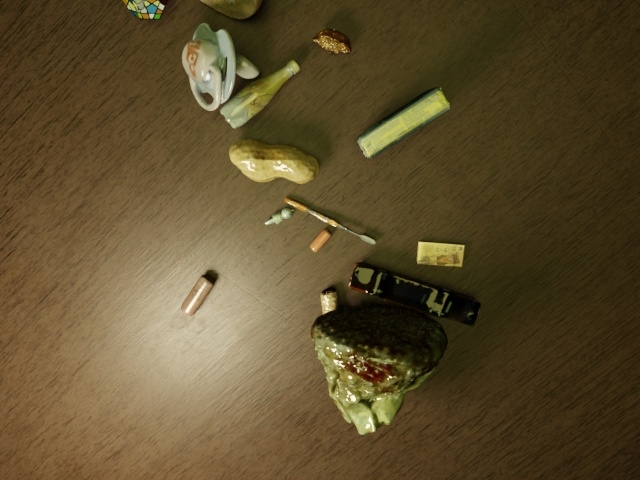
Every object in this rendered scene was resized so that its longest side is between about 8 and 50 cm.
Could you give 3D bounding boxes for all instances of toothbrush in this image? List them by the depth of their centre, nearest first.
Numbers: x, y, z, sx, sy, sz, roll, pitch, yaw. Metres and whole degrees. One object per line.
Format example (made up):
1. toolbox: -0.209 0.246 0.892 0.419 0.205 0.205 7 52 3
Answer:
1. toothbrush: 0.030 -0.062 1.498 0.321 0.031 0.023 26 99 -2

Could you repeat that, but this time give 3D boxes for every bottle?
1. bottle: -0.176 -0.444 1.419 0.270 0.083 0.083 -37 96 5
2. bottle: -0.401 0.179 1.551 0.053 0.053 0.140 34 99 -3

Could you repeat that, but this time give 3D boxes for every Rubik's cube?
1. Rubik's cube: -0.505 -0.707 1.377 0.133 0.133 0.111 -28 69 7

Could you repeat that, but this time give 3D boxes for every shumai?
1. shumai: 0.154 0.388 1.401 0.396 0.395 0.347 7 102 2

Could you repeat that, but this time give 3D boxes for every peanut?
1. peanut: -0.142 -0.232 1.439 0.275 0.111 0.125 10 104 2

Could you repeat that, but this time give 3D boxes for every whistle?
1. whistle: -0.130 -0.074 1.504 0.100 0.035 0.035 -26 97 9

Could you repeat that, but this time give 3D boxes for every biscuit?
1. biscuit: 0.034 0.261 1.539 0.061 0.055 0.219 -10 99 -20

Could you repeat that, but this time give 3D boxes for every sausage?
1. sausage: 0.000 0.000 1.509 0.034 0.034 0.083 41 101 -4

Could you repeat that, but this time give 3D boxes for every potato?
1. potato: -0.261 -0.726 1.388 0.261 0.100 0.120 24 61 13

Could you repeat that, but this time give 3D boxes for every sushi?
1. sushi: 0.035 -0.581 1.395 0.118 0.061 0.060 12 74 8

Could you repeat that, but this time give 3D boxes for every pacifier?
1. pacifier: -0.278 -0.499 1.380 0.207 0.279 0.227 -14 126 -34

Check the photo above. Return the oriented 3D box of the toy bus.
1. toy bus: 0.291 0.166 1.491 0.409 0.092 0.093 18 98 0

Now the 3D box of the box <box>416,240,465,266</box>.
1. box: 0.381 0.043 1.502 0.149 0.020 0.073 3 99 2

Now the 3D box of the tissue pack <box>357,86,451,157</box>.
1. tissue pack: 0.228 -0.333 1.363 0.257 0.185 0.081 -31 98 8
